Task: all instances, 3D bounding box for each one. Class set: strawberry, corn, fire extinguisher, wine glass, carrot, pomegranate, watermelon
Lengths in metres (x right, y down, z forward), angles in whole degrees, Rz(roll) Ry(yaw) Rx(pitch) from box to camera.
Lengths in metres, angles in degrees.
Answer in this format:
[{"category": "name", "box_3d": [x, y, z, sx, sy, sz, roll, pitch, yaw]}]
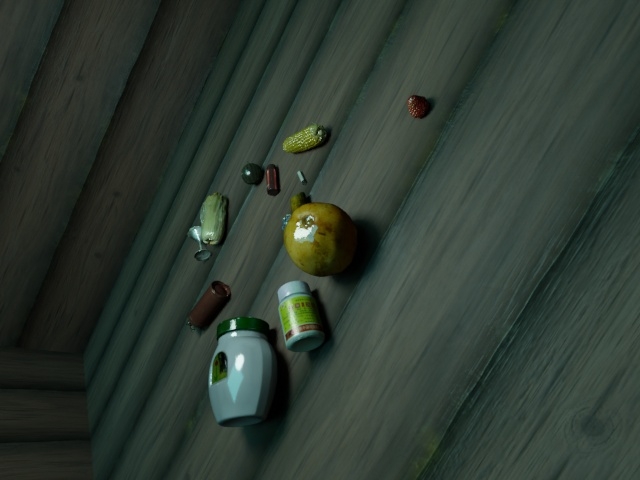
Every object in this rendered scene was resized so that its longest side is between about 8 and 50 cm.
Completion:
[{"category": "strawberry", "box_3d": [0.321, -0.449, 1.339, 0.073, 0.083, 0.073, -7, 77, 34]}, {"category": "corn", "box_3d": [-0.074, -0.446, 1.789, 0.260, 0.091, 0.091, -3, 73, 52]}, {"category": "fire extinguisher", "box_3d": [-0.577, 0.338, 2.022, 0.337, 0.106, 0.147, -49, 18, 22]}, {"category": "wine glass", "box_3d": [-0.674, 0.019, 2.266, 0.122, 0.122, 0.183, -45, 49, 27]}, {"category": "carrot", "box_3d": [-0.084, -0.119, 1.661, 0.082, 0.082, 0.173, -37, 51, 33]}, {"category": "pomegranate", "box_3d": [0.000, 0.000, 1.378, 0.264, 0.264, 0.264, -24, 57, 42]}, {"category": "watermelon", "box_3d": [-0.353, -0.350, 2.053, 0.105, 0.105, 0.133, -25, 75, 41]}, {"category": "corn", "box_3d": [-0.582, -0.122, 2.208, 0.123, 0.122, 0.305, -31, 50, 36]}]

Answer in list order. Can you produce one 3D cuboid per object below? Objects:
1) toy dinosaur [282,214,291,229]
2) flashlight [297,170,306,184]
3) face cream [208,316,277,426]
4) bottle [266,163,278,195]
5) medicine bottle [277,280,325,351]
[{"category": "toy dinosaur", "box_3d": [-0.141, -0.081, 1.748, 0.083, 0.030, 0.047, -39, 45, 32]}, {"category": "flashlight", "box_3d": [-0.082, -0.275, 1.776, 0.018, 0.018, 0.083, -47, 43, 24]}, {"category": "face cream", "box_3d": [-0.290, 0.491, 1.514, 0.312, 0.219, 0.357, -36, 46, 36]}, {"category": "bottle", "box_3d": [-0.230, -0.295, 1.932, 0.060, 0.060, 0.164, -33, 50, 36]}, {"category": "medicine bottle", "box_3d": [-0.073, 0.268, 1.425, 0.139, 0.139, 0.225, -43, 45, 28]}]
